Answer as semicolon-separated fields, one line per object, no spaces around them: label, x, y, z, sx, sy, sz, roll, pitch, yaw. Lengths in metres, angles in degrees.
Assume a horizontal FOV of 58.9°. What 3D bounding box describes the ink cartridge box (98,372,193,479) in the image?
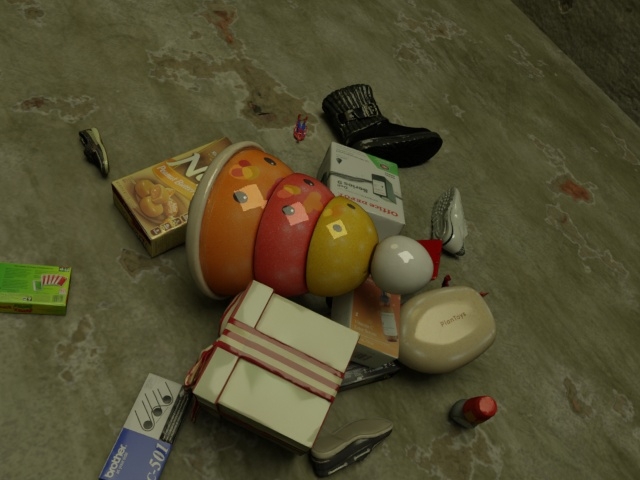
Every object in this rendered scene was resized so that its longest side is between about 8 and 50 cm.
ink cartridge box;-0.316;0.358;1.048;0.097;0.046;0.207;22;49;-5

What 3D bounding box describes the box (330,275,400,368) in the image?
box;0.098;0.174;1.245;0.130;0.091;0.171;22;54;-22

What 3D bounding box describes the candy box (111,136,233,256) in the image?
candy box;-0.311;-0.113;1.365;0.316;0.088;0.183;-30;71;-29

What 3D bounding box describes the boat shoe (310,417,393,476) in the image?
boat shoe;0.067;0.425;1.174;0.206;0.075;0.065;-10;102;-36

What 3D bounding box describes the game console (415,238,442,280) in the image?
game console;0.248;0.072;1.464;0.085;0.124;0.144;19;48;2

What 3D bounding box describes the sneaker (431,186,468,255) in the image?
sneaker;0.389;-0.058;1.674;0.094;0.090;0.235;30;51;-17

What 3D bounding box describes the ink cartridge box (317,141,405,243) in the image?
ink cartridge box;0.103;-0.115;1.519;0.211;0.122;0.289;17;37;-12

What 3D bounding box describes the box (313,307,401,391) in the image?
box;0.045;0.245;1.290;0.231;0.056;0.183;-8;58;-29

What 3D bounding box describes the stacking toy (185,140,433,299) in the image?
stacking toy;0.000;0.000;1.175;0.479;0.351;0.351;13;46;17

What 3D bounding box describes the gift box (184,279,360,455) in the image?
gift box;-0.104;0.258;1.079;0.258;0.276;0.255;26;60;3

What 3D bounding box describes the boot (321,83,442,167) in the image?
boot;0.196;-0.367;1.784;0.347;0.131;0.260;-6;57;-27

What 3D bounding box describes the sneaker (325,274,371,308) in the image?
sneaker;0.073;0.090;1.416;0.228;0.086;0.132;-14;55;-42

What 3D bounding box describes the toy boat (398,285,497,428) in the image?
toy boat;0.295;0.269;1.299;0.267;0.148;0.318;-14;69;-17

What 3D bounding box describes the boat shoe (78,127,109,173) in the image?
boat shoe;-0.554;-0.217;1.388;0.049;0.056;0.152;-14;52;-26

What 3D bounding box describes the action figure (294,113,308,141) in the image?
action figure;-0.060;-0.340;1.719;0.038;0.030;0.115;20;51;-16

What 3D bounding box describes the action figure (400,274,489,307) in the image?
action figure;0.306;0.146;1.436;0.280;0.139;0.092;-10;60;-33

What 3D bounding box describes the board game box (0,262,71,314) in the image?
board game box;-0.599;0.095;1.128;0.181;0.043;0.092;6;52;-20
